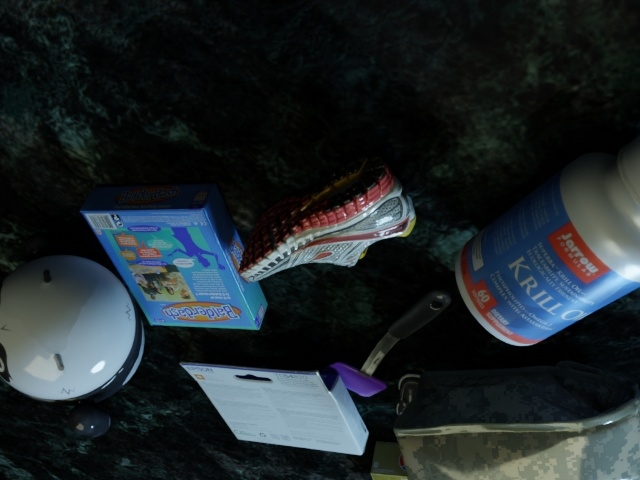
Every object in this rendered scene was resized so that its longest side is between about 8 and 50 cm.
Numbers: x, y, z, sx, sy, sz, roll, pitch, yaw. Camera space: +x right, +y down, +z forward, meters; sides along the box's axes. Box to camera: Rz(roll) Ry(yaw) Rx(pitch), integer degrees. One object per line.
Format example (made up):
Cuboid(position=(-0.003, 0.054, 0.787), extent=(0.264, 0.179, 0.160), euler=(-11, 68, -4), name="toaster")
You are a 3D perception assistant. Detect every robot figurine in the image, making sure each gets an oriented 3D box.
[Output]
Cuboid(position=(-0.312, 0.118, 0.870), extent=(0.209, 0.174, 0.278), euler=(34, 162, -1), name="robot figurine")

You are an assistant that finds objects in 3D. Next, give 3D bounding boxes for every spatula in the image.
Cuboid(position=(0.084, 0.136, 0.900), extent=(0.084, 0.030, 0.296), euler=(27, 137, -7), name="spatula")

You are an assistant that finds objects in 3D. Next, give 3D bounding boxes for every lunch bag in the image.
Cuboid(position=(0.263, 0.282, 0.848), extent=(0.287, 0.169, 0.235), euler=(-9, 105, 27), name="lunch bag")

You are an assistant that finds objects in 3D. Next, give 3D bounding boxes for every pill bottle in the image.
Cuboid(position=(0.237, -0.002, 0.635), extent=(0.124, 0.124, 0.221), euler=(30, 136, -14), name="pill bottle")

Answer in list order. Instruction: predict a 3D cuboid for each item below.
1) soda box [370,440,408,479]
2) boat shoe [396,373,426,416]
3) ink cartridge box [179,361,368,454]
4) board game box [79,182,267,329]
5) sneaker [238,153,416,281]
Cuboid(position=(0.174, 0.358, 1.086), extent=(0.181, 0.058, 0.061), euler=(-1, 135, 18), name="soda box")
Cuboid(position=(0.128, 0.232, 0.982), extent=(0.046, 0.038, 0.125), euler=(9, 138, 8), name="boat shoe")
Cuboid(position=(-0.063, 0.231, 1.028), extent=(0.223, 0.045, 0.224), euler=(0, 137, 24), name="ink cartridge box")
Cuboid(position=(-0.170, 0.025, 0.851), extent=(0.160, 0.047, 0.210), euler=(0, 135, 18), name="board game box")
Cuboid(position=(0.000, 0.000, 0.741), extent=(0.225, 0.088, 0.093), euler=(-24, 125, 36), name="sneaker")
